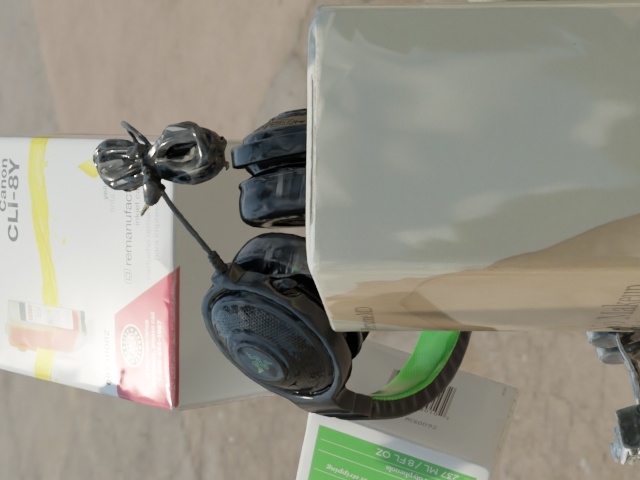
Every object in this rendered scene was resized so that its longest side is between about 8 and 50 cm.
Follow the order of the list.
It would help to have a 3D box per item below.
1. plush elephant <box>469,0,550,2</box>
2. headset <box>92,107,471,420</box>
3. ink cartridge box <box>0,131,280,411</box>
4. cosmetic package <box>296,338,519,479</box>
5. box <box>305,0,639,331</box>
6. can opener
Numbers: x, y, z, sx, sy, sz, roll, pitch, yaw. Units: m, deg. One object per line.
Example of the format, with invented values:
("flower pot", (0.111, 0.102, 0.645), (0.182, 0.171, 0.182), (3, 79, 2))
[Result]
("plush elephant", (0.228, -0.275, 1.533), (0.272, 0.330, 0.255), (-56, -16, -50))
("headset", (0.000, 0.000, 1.034), (0.185, 0.394, 0.243), (-10, 64, 47))
("ink cartridge box", (-0.234, 0.021, 1.487), (0.384, 0.160, 0.279), (6, 98, 43))
("cosmetic package", (0.070, 0.308, 1.417), (0.155, 0.197, 0.365), (-56, -21, -58))
("box", (0.153, -0.028, 0.597), (0.148, 0.311, 0.121), (67, -157, -75))
("can opener", (0.228, 0.055, 0.942), (0.074, 0.093, 0.280), (52, -156, -59))
